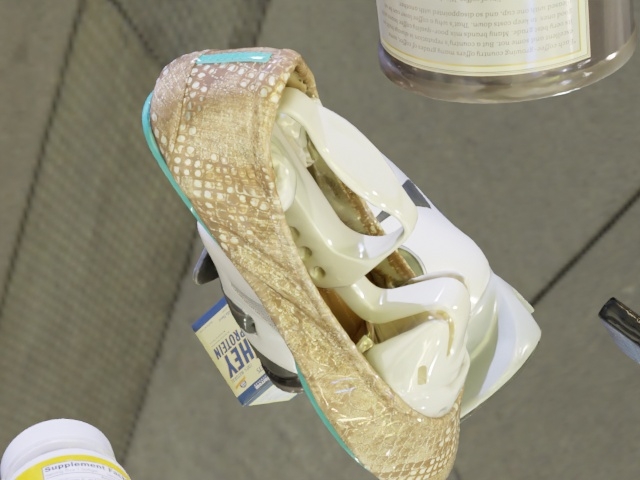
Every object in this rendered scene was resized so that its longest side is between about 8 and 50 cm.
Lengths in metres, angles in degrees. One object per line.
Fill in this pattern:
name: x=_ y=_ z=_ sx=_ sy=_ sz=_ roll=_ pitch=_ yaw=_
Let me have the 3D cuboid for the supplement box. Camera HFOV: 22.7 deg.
supplement box: x=-0.046 y=0.086 z=1.317 sx=0.056 sy=0.083 sz=0.083 roll=-42 pitch=71 yaw=21

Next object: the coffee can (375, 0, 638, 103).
coffee can: x=0.128 y=-0.267 z=1.178 sx=0.201 sy=0.201 sz=0.275 roll=18 pitch=129 yaw=37

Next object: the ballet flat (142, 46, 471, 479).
ballet flat: x=0.014 y=0.015 z=0.581 sx=0.067 sy=0.073 sz=0.206 roll=-16 pitch=124 yaw=34

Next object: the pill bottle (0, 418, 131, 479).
pill bottle: x=-0.201 y=0.246 z=1.300 sx=0.208 sy=0.119 sz=0.119 roll=-119 pitch=44 yaw=-56

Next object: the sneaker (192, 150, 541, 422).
sneaker: x=0.000 y=0.000 z=0.813 sx=0.146 sy=0.122 sz=0.330 roll=50 pitch=170 yaw=-9

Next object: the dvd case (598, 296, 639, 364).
dvd case: x=0.322 y=0.136 z=1.195 sx=0.253 sy=0.180 sz=0.022 roll=38 pitch=90 yaw=20
